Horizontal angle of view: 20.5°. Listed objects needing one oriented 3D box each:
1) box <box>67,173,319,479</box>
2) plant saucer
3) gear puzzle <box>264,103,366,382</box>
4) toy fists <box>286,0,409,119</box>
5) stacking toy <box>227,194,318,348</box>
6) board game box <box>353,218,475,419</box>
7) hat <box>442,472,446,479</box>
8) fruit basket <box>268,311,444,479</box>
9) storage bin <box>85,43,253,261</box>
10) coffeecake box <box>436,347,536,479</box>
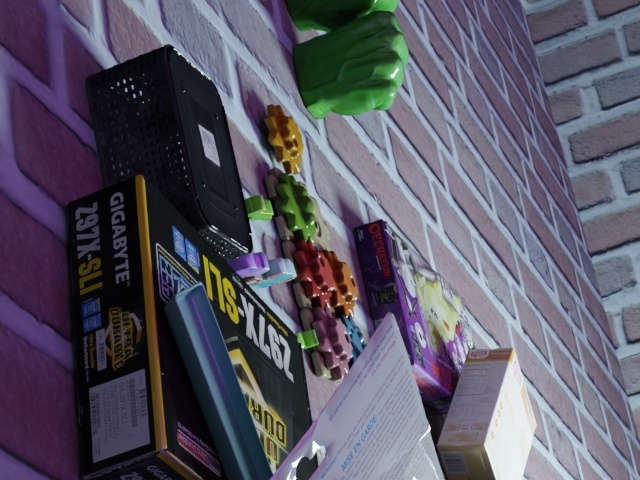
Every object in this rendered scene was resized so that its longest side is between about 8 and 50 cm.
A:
[{"bbox_3d":[-0.097,0.133,1.482,0.322,0.079,0.257,50,24,-51],"label":"box"},{"bbox_3d":[-0.076,0.128,1.386,0.067,0.018,0.192,-31,102,-74],"label":"plant saucer"},{"bbox_3d":[0.000,0.000,2.021,0.175,0.044,0.339,26,46,-68],"label":"gear puzzle"},{"bbox_3d":[0.040,-0.280,2.310,0.096,0.142,0.279,51,26,-51],"label":"toy fists"},{"bbox_3d":[-0.059,0.027,1.777,0.221,0.052,0.167,15,57,-72],"label":"stacking toy"},{"bbox_3d":[0.142,0.124,2.359,0.347,0.056,0.208,41,37,-61],"label":"board game box"},{"bbox_3d":[0.164,0.336,2.213,0.173,0.183,0.209,-13,127,-64],"label":"hat"},{"bbox_3d":[0.018,0.289,1.401,0.327,0.165,0.353,-53,131,-42],"label":"fruit basket"},{"bbox_3d":[-0.133,-0.068,1.581,0.122,0.084,0.180,36,38,-63],"label":"storage bin"},{"bbox_3d":[0.219,0.253,2.307,0.185,0.068,0.142,-65,143,-48],"label":"coffeecake box"}]
